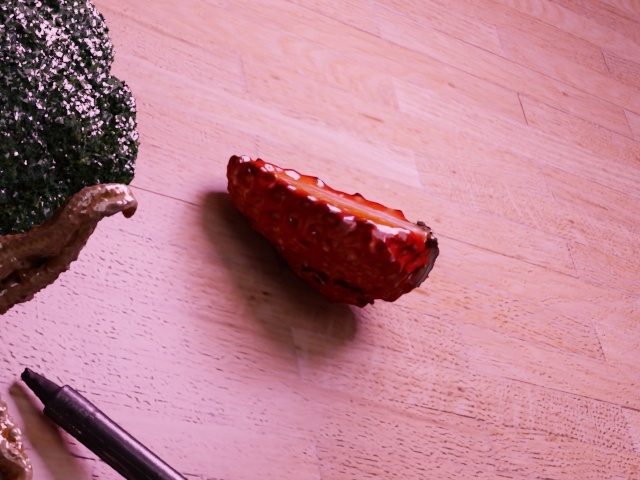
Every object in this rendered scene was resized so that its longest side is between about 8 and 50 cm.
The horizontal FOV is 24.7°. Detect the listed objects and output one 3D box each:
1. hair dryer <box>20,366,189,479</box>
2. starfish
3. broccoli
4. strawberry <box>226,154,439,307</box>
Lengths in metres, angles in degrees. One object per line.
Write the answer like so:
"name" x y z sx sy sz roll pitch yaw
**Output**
"hair dryer" -0.151 0.187 1.189 0.255 0.070 0.128 36 -1 5
"starfish" -0.296 0.058 1.101 0.375 0.094 0.327 -39 123 -19
"broccoli" -0.300 -0.101 1.207 0.294 0.265 0.245 -14 28 -11
"strawberry" 0.000 0.000 1.503 0.236 0.111 0.190 23 9 2
